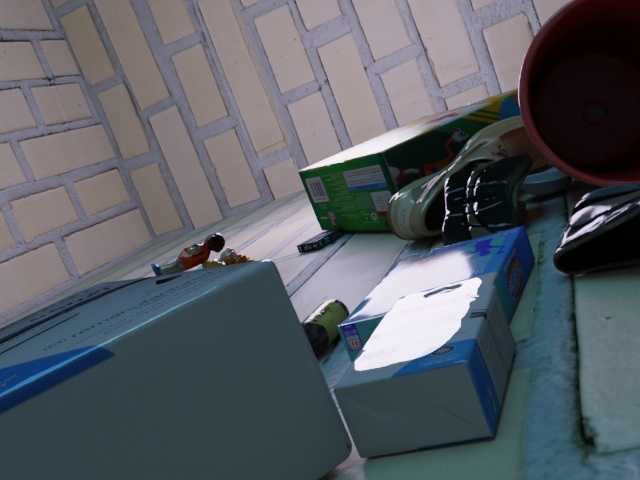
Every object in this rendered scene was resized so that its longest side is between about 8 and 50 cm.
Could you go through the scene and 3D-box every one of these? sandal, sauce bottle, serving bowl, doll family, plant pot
[{"bbox_3d":[0.230,-0.035,0.964,0.120,0.086,0.303,-11,28,28],"label":"sandal"},{"bbox_3d":[-0.007,0.106,0.782,0.042,0.042,0.128,-17,9,26],"label":"sauce bottle"},{"bbox_3d":[0.357,-0.088,1.104,0.083,0.027,0.083,-11,13,3],"label":"serving bowl"},{"bbox_3d":[-0.202,0.071,1.337,0.163,0.118,0.263,-29,-9,-4],"label":"doll family"},{"bbox_3d":[0.417,-0.203,1.012,0.274,0.275,0.243,-20,-1,10],"label":"plant pot"}]

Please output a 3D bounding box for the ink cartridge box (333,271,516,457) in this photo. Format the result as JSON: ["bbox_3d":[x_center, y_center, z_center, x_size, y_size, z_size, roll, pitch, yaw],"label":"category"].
[{"bbox_3d":[0.093,0.092,0.556,0.104,0.060,0.180,-18,9,26],"label":"ink cartridge box"}]

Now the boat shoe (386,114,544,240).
[{"bbox_3d":[0.271,-0.100,1.152,0.341,0.122,0.110,-35,17,-17],"label":"boat shoe"}]

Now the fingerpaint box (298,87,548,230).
[{"bbox_3d":[0.210,-0.158,1.465,0.371,0.163,0.444,-26,10,-20],"label":"fingerpaint box"}]

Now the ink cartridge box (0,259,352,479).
[{"bbox_3d":[-0.214,0.153,0.581,0.285,0.166,0.394,-27,9,-33],"label":"ink cartridge box"}]

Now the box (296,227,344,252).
[{"bbox_3d":[0.000,0.000,1.491,0.083,0.018,0.067,-29,11,-39],"label":"box"}]

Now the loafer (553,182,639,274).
[{"bbox_3d":[0.313,-0.012,0.609,0.084,0.096,0.267,-45,8,-22],"label":"loafer"}]

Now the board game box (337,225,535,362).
[{"bbox_3d":[0.131,0.053,0.742,0.160,0.047,0.210,-16,10,29],"label":"board game box"}]
